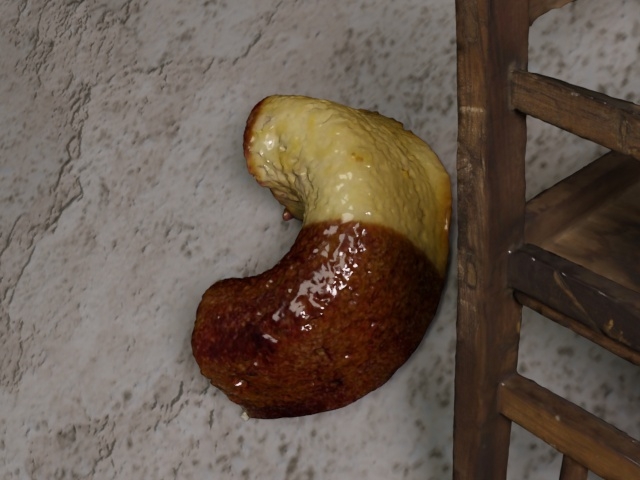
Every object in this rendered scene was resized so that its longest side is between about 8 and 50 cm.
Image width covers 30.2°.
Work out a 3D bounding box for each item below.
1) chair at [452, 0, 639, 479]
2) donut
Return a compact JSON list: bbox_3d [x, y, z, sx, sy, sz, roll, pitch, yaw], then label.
[{"bbox_3d":[0.203,0.012,0.535,0.240,0.416,0.203,-29,40,-33],"label":"chair"},{"bbox_3d":[0.001,-0.001,0.738,0.141,0.085,0.217,-4,67,36],"label":"donut"}]
